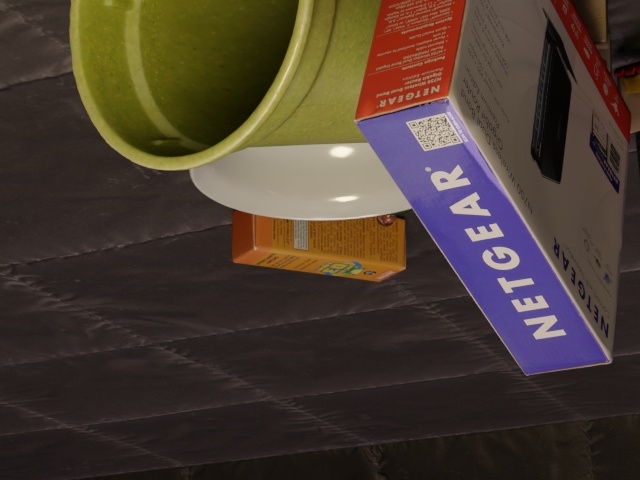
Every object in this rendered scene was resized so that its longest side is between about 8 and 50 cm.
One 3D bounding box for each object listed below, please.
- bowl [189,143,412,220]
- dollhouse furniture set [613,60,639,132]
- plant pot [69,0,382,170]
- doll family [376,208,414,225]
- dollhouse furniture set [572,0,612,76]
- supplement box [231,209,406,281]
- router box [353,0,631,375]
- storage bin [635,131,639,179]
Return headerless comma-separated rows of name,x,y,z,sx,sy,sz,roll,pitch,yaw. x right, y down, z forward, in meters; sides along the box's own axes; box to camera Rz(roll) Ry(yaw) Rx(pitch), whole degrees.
bowl,0.009,-0.130,1.629,0.298,0.134,0.298,-2,160,-1
dollhouse furniture set,0.427,-0.199,1.477,0.201,0.152,0.374,-15,-174,-7
plant pot,-0.030,-0.186,1.319,0.276,0.276,0.254,-18,165,39
doll family,0.145,-0.052,1.960,0.193,0.076,0.111,11,153,-39
dollhouse furniture set,0.230,-0.169,1.563,0.123,0.144,0.151,-1,176,13
supplement box,0.000,0.000,2.090,0.233,0.080,0.078,6,162,-26
router box,0.161,-0.103,1.309,0.082,0.301,0.335,-12,135,28
storage bin,0.461,-0.087,1.867,0.122,0.084,0.180,-10,158,24
